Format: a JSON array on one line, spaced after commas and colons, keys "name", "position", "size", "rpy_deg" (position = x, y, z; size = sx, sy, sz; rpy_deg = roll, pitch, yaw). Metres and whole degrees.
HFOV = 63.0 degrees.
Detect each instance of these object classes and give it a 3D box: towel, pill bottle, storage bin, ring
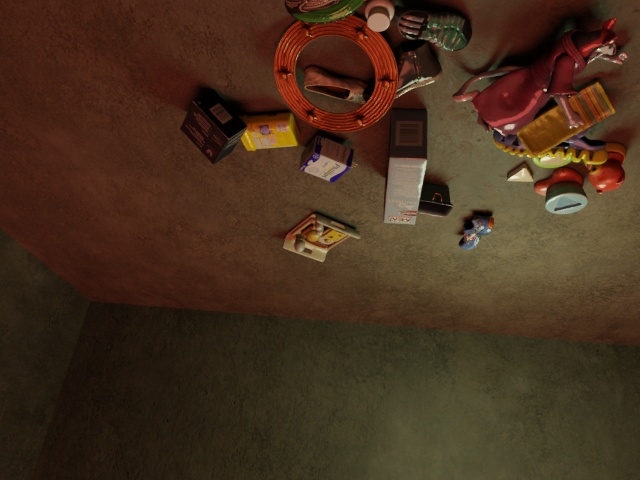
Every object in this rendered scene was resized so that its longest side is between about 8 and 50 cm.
[{"name": "towel", "position": [0.665, -0.326, 1.426], "size": [0.237, 0.021, 0.102], "rpy_deg": [-32, 97, 28]}, {"name": "pill bottle", "position": [0.134, -0.531, 1.174], "size": [0.067, 0.120, 0.067], "rpy_deg": [6, 153, 3]}, {"name": "storage bin", "position": [0.403, -0.153, 1.869], "size": [0.135, 0.091, 0.098], "rpy_deg": [9, 153, -5]}, {"name": "ring", "position": [0.036, -0.427, 1.373], "size": [0.337, 0.032, 0.336], "rpy_deg": [10, 134, 11]}]

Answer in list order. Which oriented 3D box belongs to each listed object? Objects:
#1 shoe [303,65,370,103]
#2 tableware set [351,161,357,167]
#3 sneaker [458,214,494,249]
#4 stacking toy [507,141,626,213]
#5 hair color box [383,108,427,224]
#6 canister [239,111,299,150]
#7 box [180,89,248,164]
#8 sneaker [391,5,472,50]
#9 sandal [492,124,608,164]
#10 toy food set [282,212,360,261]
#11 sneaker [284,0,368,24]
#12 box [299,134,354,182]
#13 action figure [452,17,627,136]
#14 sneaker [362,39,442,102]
[{"name": "shoe", "position": [0.055, -0.422, 1.469], "size": [0.219, 0.058, 0.076], "rpy_deg": [14, 152, -14]}, {"name": "tableware set", "position": [0.046, -0.283, 1.782], "size": [0.154, 0.024, 0.104], "rpy_deg": [26, 150, -35]}, {"name": "sneaker", "position": [0.602, -0.040, 2.073], "size": [0.087, 0.083, 0.221], "rpy_deg": [23, 146, -1]}, {"name": "stacking toy", "position": [0.780, -0.190, 1.669], "size": [0.280, 0.130, 0.309], "rpy_deg": [12, 152, -9]}, {"name": "hair color box", "position": [0.266, -0.222, 1.666], "size": [0.114, 0.185, 0.374], "rpy_deg": [3, 152, 6]}, {"name": "canister", "position": [-0.162, -0.345, 1.654], "size": [0.170, 0.073, 0.126], "rpy_deg": [-2, 151, 13]}, {"name": "box", "position": [-0.329, -0.346, 1.601], "size": [0.156, 0.093, 0.158], "rpy_deg": [48, 144, -3]}, {"name": "sneaker", "position": [0.262, -0.519, 1.244], "size": [0.224, 0.098, 0.083], "rpy_deg": [1, 129, -34]}, {"name": "sandal", "position": [0.666, -0.308, 1.512], "size": [0.318, 0.126, 0.138], "rpy_deg": [7, 117, 16]}, {"name": "toy food set", "position": [0.000, 0.000, 2.257], "size": [0.220, 0.092, 0.306], "rpy_deg": [21, 150, -24]}, {"name": "sneaker", "position": [0.065, -0.586, 1.107], "size": [0.344, 0.134, 0.146], "rpy_deg": [-20, 137, 26]}, {"name": "box", "position": [0.019, -0.265, 1.713], "size": [0.137, 0.072, 0.126], "rpy_deg": [18, 155, -21]}, {"name": "action figure", "position": [0.559, -0.420, 1.277], "size": [0.276, 0.248, 0.370], "rpy_deg": [39, 149, -2]}, {"name": "sneaker", "position": [0.196, -0.449, 1.376], "size": [0.222, 0.083, 0.118], "rpy_deg": [-19, 140, 23]}]
